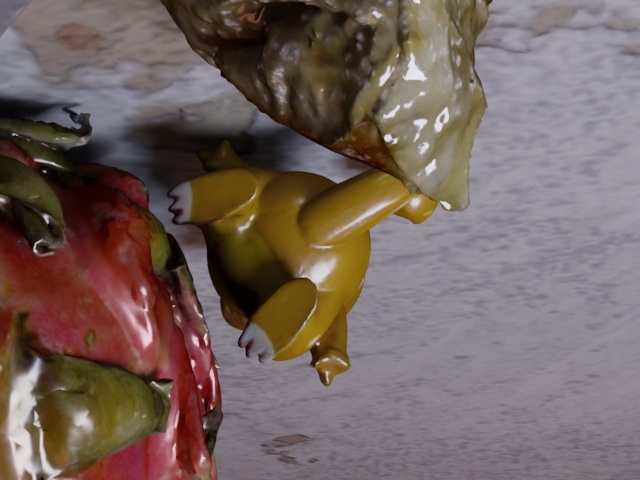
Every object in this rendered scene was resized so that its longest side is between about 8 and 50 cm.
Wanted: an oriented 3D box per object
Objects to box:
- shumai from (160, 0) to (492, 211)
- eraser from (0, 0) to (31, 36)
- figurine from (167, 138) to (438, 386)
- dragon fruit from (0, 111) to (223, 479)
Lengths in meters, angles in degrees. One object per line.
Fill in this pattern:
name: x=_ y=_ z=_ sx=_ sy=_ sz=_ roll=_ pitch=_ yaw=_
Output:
shumai: x=0.001 y=-0.076 z=0.626 sx=0.123 sy=0.105 sz=0.139 roll=0 pitch=134 yaw=2
eraser: x=-0.259 y=-0.114 z=0.494 sx=0.352 sy=0.077 sz=0.111 roll=10 pitch=153 yaw=-31
figurine: x=0.003 y=-0.002 z=0.838 sx=0.122 sy=0.121 sz=0.176 roll=-31 pitch=174 yaw=-3
dragon fruit: x=-0.167 y=0.079 z=0.782 sx=0.291 sy=0.269 sz=0.250 roll=16 pitch=162 yaw=-35
